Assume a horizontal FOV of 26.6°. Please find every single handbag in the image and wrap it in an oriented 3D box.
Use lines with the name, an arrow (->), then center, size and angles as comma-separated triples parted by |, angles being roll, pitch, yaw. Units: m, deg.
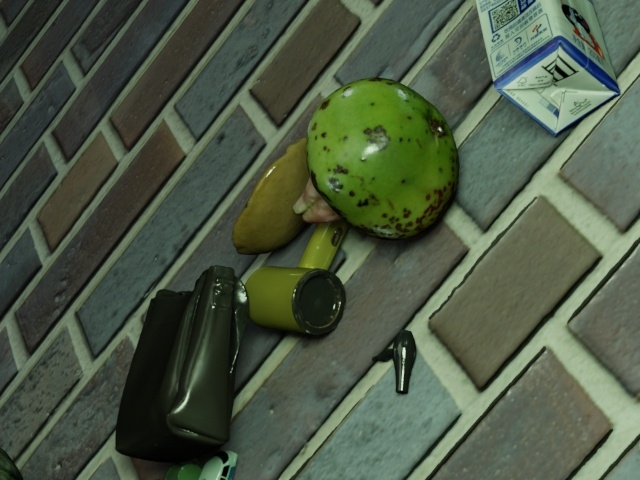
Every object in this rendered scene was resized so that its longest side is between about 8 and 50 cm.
handbag -> -0.188, 0.174, 1.872 | 0.285, 0.113, 0.257 | 149, 130, -63

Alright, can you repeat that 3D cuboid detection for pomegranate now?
pomegranate -> 0.058, -0.086, 1.753 | 0.248, 0.214, 0.214 | -37, 40, 34

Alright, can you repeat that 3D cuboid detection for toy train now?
toy train -> -0.158, 0.378, 1.812 | 0.043, 0.047, 0.208 | -4, 63, 48

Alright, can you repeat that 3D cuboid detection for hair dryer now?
hair dryer -> 0.000, 0.000, 1.879 | 0.135, 0.090, 0.279 | 1, 60, 54
hair dryer -> 0.089, 0.156, 1.697 | 0.083, 0.031, 0.079 | -24, 55, 58

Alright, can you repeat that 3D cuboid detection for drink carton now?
drink carton -> 0.273, -0.293, 1.706 | 0.106, 0.130, 0.315 | -34, 41, 30

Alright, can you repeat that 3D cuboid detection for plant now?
plant -> -0.200, 0.338, 1.893 | 0.102, 0.051, 0.051 | -29, 43, 55

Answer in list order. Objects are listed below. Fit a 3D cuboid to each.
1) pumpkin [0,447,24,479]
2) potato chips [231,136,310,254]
pumpkin -> -0.602, 0.451, 2.135 | 0.323, 0.241, 0.323 | -31, 45, 37
potato chips -> -0.041, -0.057, 1.924 | 0.062, 0.195, 0.208 | 40, 75, 17
